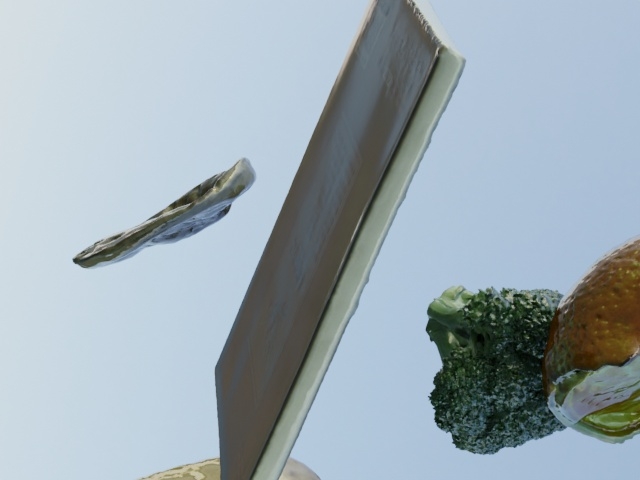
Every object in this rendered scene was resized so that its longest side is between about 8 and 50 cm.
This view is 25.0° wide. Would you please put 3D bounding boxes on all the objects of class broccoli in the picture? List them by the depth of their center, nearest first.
[{"bbox_3d":[0.251,0.162,1.954,0.241,0.269,0.261,31,-52,28],"label":"broccoli"}]

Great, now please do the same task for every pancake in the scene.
[{"bbox_3d":[-0.172,-0.016,1.618,0.050,0.242,0.242,59,-27,-3],"label":"pancake"}]

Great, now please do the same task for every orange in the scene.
[{"bbox_3d":[0.418,0.109,1.785,0.334,0.262,0.196,-44,-137,5],"label":"orange"}]

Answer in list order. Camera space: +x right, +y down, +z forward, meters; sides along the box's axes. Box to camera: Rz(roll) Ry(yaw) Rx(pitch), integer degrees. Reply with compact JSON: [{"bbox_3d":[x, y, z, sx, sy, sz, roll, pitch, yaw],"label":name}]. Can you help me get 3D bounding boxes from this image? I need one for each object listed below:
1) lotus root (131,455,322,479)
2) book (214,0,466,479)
[{"bbox_3d":[-0.108,0.254,1.082,0.160,0.284,0.146,65,-24,20],"label":"lotus root"},{"bbox_3d":[0.000,0.000,0.861,0.217,0.021,0.310,-103,-146,-67],"label":"book"}]
